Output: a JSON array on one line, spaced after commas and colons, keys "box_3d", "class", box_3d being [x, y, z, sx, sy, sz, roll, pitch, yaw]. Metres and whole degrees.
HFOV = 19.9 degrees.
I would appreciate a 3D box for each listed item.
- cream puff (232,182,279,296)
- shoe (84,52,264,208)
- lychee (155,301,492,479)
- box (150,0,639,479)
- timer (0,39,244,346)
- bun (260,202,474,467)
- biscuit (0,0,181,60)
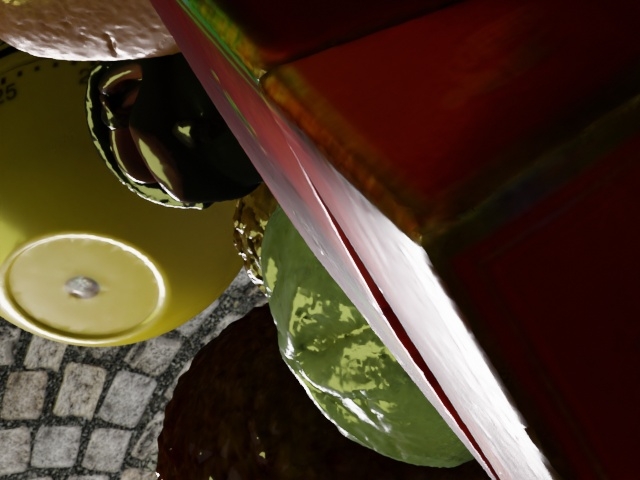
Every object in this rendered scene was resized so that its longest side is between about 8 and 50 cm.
[{"box_3d": [-0.004, 0.001, 1.269, 0.144, 0.103, 0.126, 51, 179, -28], "class": "cream puff"}, {"box_3d": [-0.066, -0.079, 1.066, 0.114, 0.137, 0.291, 57, 178, -13], "class": "shoe"}, {"box_3d": [0.009, 0.159, 1.385, 0.260, 0.260, 0.260, 55, 177, 4], "class": "lychee"}, {"box_3d": [0.038, -0.019, 0.524, 0.197, 0.089, 0.313, 59, 175, -33], "class": "box"}, {"box_3d": [-0.223, -0.095, 1.851, 0.387, 0.376, 0.376, -92, -21, -44], "class": "timer"}, {"box_3d": [0.034, 0.050, 1.095, 0.195, 0.118, 0.195, 59, 178, 3], "class": "bun"}, {"box_3d": [-0.118, -0.158, 0.853, 0.192, 0.186, 0.036, 59, -140, -40], "class": "biscuit"}]
